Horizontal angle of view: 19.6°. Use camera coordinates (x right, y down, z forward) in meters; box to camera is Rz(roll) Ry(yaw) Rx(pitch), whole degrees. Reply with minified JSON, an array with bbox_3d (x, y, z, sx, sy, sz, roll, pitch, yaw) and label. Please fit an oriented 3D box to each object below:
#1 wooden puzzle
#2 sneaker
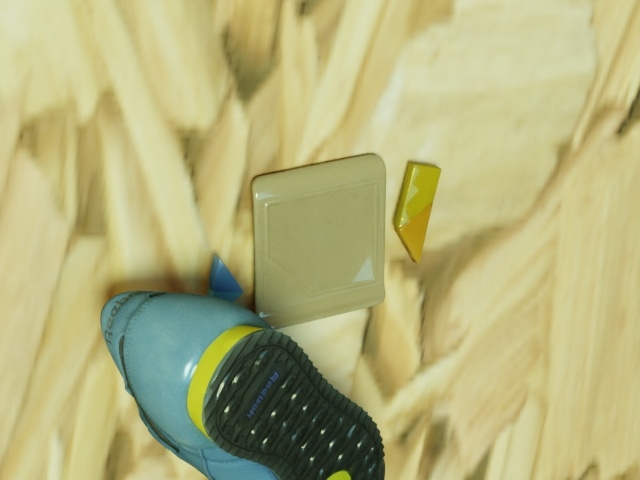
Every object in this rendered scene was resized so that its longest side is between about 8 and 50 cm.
[{"bbox_3d":[0.000,0.000,0.843,0.116,0.014,0.078,-6,110,-28],"label":"wooden puzzle"},{"bbox_3d":[-0.033,0.082,0.838,0.069,0.082,0.209,-56,146,-16],"label":"sneaker"}]
